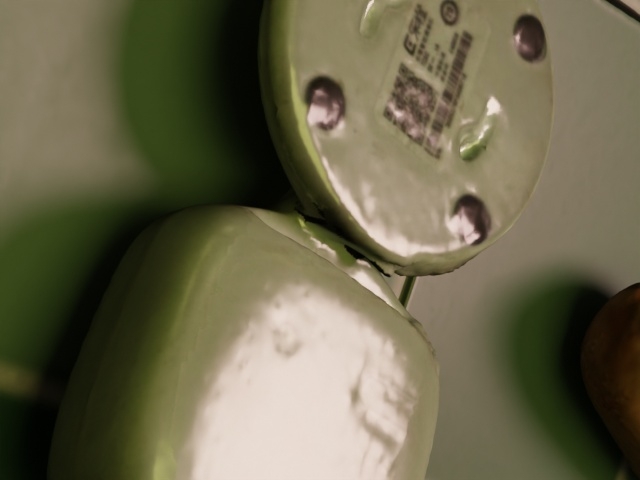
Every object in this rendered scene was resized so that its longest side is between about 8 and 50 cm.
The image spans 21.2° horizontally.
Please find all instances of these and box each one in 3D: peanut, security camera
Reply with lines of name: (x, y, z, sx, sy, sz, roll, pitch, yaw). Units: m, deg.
peanut: (0.173, 0.078, 0.812, 0.076, 0.076, 0.152, -50, 129, -20)
security camera: (0.000, 0.000, 0.662, 0.157, 0.080, 0.301, 35, 66, -35)
